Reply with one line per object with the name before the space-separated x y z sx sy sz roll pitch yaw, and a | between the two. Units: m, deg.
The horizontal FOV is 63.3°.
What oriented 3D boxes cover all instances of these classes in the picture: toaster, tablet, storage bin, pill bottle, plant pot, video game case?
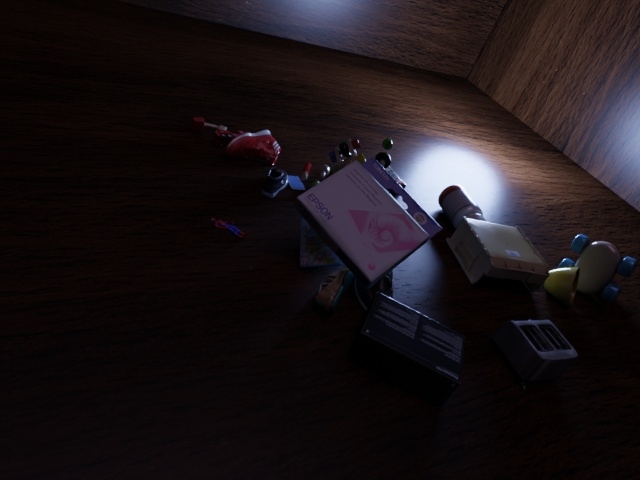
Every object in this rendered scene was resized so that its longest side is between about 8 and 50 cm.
toaster | 0.612 0.315 1.482 0.168 0.110 0.185 3 39 -27
tablet | -0.091 -0.207 1.862 0.054 0.006 0.083 1 39 -29
storage bin | 0.629 0.054 1.839 0.262 0.123 0.260 9 37 -21
pill bottle | 0.554 -0.111 2.017 0.121 0.121 0.221 7 38 -24
plant pot | 0.860 0.151 1.858 0.095 0.134 0.134 14 26 32
video game case | 0.000 0.000 1.518 0.119 0.015 0.166 -4 64 7

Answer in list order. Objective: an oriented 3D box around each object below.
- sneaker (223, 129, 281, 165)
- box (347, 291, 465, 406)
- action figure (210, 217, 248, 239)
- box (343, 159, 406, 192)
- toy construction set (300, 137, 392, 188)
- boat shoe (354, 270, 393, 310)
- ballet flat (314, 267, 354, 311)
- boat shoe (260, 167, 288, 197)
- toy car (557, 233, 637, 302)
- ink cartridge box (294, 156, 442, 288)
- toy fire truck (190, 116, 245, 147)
sneaker | -0.230 -0.323 1.868 0.221 0.087 0.128 -31 71 -37
box | 0.222 0.270 1.315 0.261 0.103 0.184 27 31 4
action figure | -0.267 -0.039 1.507 0.115 0.030 0.038 22 39 1
box | 0.208 -0.255 2.074 0.233 0.044 0.159 -2 42 -33
toy construction set | 0.084 -0.196 1.754 0.309 0.257 0.237 2 29 8
boat shoe | 0.158 0.097 1.520 0.114 0.091 0.302 11 36 -19
ballet flat | 0.040 0.122 1.440 0.067 0.073 0.206 17 28 15
boat shoe | -0.145 -0.217 1.773 0.065 0.083 0.183 24 34 0
toy car | 1.078 0.103 1.995 0.219 0.210 0.238 35 21 36
ink cartridge box | 0.150 -0.077 1.510 0.330 0.071 0.324 -36 75 -23
toy fire truck | -0.367 -0.397 1.916 0.192 0.047 0.135 -3 40 -35
